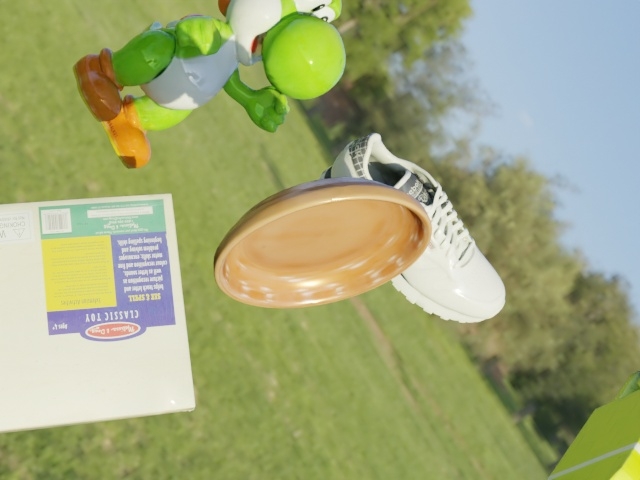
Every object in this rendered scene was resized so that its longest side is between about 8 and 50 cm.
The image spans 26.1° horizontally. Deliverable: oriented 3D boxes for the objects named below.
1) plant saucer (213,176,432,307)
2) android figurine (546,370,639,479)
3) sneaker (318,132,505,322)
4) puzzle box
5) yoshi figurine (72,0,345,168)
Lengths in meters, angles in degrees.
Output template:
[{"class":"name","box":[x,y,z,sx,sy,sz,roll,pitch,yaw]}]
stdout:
[{"class":"plant saucer","box":[0.000,0.000,1.241,0.200,0.200,0.037,56,19,-61]},{"class":"android figurine","box":[0.331,0.238,1.527,0.056,0.273,0.248,44,-36,-4]},{"class":"sneaker","box":[0.105,-0.009,1.411,0.235,0.095,0.090,40,47,-7]},{"class":"puzzle box","box":[-0.363,0.092,1.640,0.052,0.409,0.272,130,-45,-71]},{"class":"yoshi figurine","box":[-0.120,-0.220,1.792,0.203,0.362,0.203,63,-2,-10]}]
